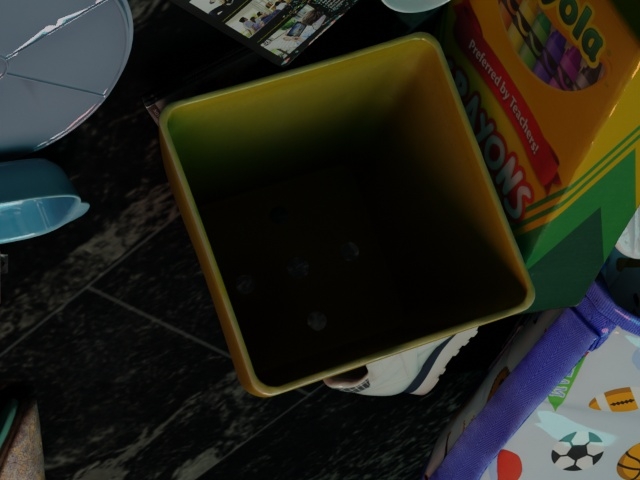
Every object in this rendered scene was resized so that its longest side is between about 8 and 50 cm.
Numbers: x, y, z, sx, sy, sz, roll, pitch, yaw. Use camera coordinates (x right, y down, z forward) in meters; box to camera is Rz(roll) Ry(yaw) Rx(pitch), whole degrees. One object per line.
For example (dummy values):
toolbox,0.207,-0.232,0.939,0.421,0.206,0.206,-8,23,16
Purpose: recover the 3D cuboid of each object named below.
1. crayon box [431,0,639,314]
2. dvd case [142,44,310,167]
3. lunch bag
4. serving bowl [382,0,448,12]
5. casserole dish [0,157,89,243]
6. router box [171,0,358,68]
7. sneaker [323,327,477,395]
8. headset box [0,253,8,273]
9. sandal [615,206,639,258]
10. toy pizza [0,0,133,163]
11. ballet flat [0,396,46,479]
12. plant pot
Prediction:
crayon box,0.169,-0.125,1.292,0.081,0.202,0.319,-6,140,-28
dvd case,-0.062,-0.105,1.329,0.119,0.013,0.087,-26,146,2
lunch bag,0.302,0.117,1.677,0.385,0.239,0.328,-8,144,-38
serving bowl,0.073,-0.200,1.280,0.083,0.027,0.083,-17,145,-12
casserole dish,-0.255,-0.021,1.263,0.188,0.037,0.114,-11,168,-22
router box,-0.008,-0.206,1.200,0.179,0.046,0.133,-40,144,19
sneaker,0.076,0.059,1.584,0.094,0.090,0.235,1,137,-21
headset box,-0.272,0.024,1.343,0.083,0.032,0.062,-11,143,-19
sandal,0.321,-0.087,1.539,0.265,0.076,0.102,-36,119,-20
toy pizza,-0.220,-0.121,1.185,0.201,0.032,0.201,-18,147,-12
ballet flat,-0.284,0.285,1.507,0.106,0.107,0.316,30,83,-14
plant pot,0.000,0.000,1.335,0.212,0.212,0.187,-17,170,-17
